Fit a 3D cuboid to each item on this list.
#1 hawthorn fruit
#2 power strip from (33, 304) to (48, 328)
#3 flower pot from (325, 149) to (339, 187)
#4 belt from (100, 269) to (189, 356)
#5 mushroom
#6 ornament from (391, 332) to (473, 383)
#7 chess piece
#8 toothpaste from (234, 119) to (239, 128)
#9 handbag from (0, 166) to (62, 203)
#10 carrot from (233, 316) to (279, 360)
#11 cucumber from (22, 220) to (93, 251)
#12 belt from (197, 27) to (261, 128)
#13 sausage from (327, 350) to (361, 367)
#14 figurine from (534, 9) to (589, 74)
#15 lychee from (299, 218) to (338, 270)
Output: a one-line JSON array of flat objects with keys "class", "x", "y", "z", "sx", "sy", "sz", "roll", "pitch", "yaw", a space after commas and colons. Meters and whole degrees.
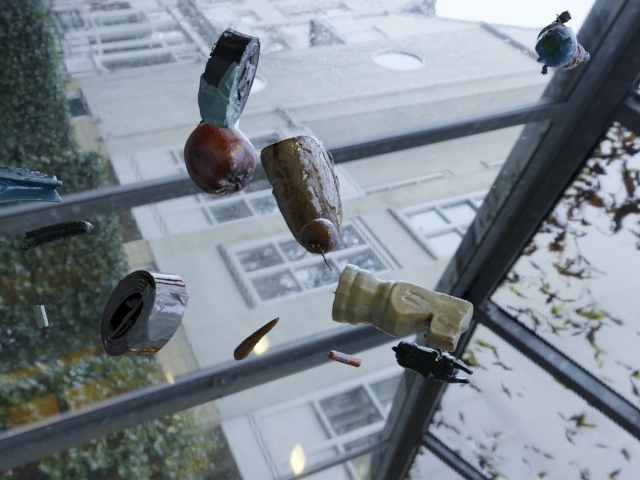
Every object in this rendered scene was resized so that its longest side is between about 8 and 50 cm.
[{"class": "hawthorn fruit", "x": -0.237, "y": -0.196, "z": 1.589, "sx": 0.188, "sy": 0.169, "sz": 0.169, "roll": 54, "pitch": -28, "yaw": 23}, {"class": "power strip", "x": -1.050, "y": 0.285, "z": 2.602, "sx": 0.016, "sy": 0.040, "sz": 0.090, "roll": -38, "pitch": 119, "yaw": -69}, {"class": "flower pot", "x": -0.031, "y": -0.271, "z": 2.700, "sx": 0.148, "sy": 0.235, "sz": 0.235, "roll": 103, "pitch": -34, "yaw": -52}, {"class": "belt", "x": -0.513, "y": 0.212, "z": 1.996, "sx": 0.339, "sy": 0.122, "sz": 0.217, "roll": -40, "pitch": -124, "yaw": 35}, {"class": "mushroom", "x": -0.042, "y": -0.156, "z": 2.425, "sx": 0.313, "sy": 0.224, "sz": 0.397, "roll": 27, "pitch": 44, "yaw": -85}, {"class": "ornament", "x": 0.259, "y": 0.285, "z": 1.743, "sx": 0.236, "sy": 0.202, "sz": 0.080, "roll": -109, "pitch": -141, "yaw": -83}, {"class": "chess piece", "x": 0.182, "y": 0.151, "z": 1.544, "sx": 0.137, "sy": 0.301, "sz": 0.137, "roll": 13, "pitch": 90, "yaw": -76}, {"class": "toothpaste", "x": -0.292, "y": -0.329, "z": 2.055, "sx": 0.336, "sy": 0.081, "sz": 0.067, "roll": -98, "pitch": 162, "yaw": -60}, {"class": "handbag", "x": -0.652, "y": -0.120, "z": 1.453, "sx": 0.229, "sy": 0.179, "sz": 0.062, "roll": 17, "pitch": -79, "yaw": 47}, {"class": "carrot", "x": -0.210, "y": 0.320, "z": 2.283, "sx": 0.216, "sy": 0.048, "sz": 0.048, "roll": -44, "pitch": -129, "yaw": 17}, {"class": "cucumber", "x": -0.894, "y": -0.026, "z": 2.354, "sx": 0.067, "sy": 0.245, "sz": 0.067, "roll": 163, "pitch": -90, "yaw": -84}, {"class": "belt", "x": -0.182, "y": -0.323, "z": 1.391, "sx": 0.151, "sy": 0.078, "sz": 0.198, "roll": 11, "pitch": 98, "yaw": -86}, {"class": "sausage", "x": 0.077, "y": 0.406, "z": 2.384, "sx": 0.034, "sy": 0.129, "sz": 0.034, "roll": -45, "pitch": -146, "yaw": 44}, {"class": "figurine", "x": 0.606, "y": -0.498, "z": 1.757, "sx": 0.114, "sy": 0.178, "sz": 0.144, "roll": -19, "pitch": -107, "yaw": 41}, {"class": "lychee", "x": 0.002, "y": -0.005, "z": 1.894, "sx": 0.101, "sy": 0.114, "sz": 0.140, "roll": -58, "pitch": -168, "yaw": 11}]
